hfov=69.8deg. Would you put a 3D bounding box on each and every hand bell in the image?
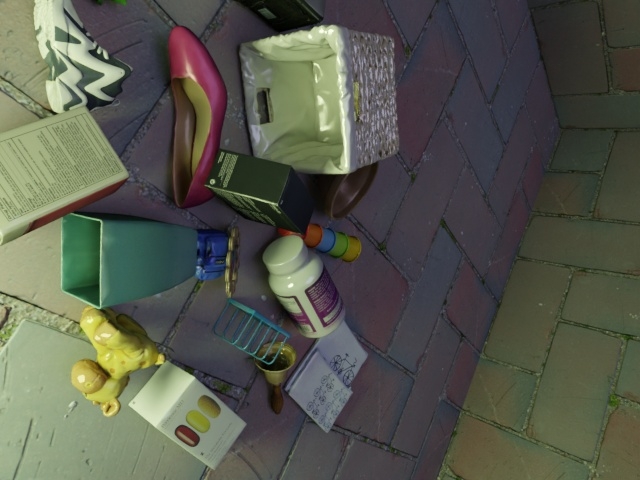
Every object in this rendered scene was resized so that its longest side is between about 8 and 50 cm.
[{"bbox_3d":[-0.136,0.441,1.398,0.126,0.126,0.242,-27,131,-42],"label":"hand bell"}]

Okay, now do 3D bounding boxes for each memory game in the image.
[{"bbox_3d":[-0.221,0.054,1.170,0.186,0.012,0.186,-175,-90,-87],"label":"memory game"}]

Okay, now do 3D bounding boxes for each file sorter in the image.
[{"bbox_3d":[-0.190,0.254,1.264,0.170,0.118,0.104,45,70,-44],"label":"file sorter"}]

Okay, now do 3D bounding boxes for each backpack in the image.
[{"bbox_3d":[-0.278,0.038,1.130,0.098,0.101,0.120,0,102,-41],"label":"backpack"}]

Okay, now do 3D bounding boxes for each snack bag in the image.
[{"bbox_3d":[0.043,0.465,1.631,0.342,0.037,0.323,-53,132,-26],"label":"snack bag"}]

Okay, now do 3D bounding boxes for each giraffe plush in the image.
[{"bbox_3d":[-0.440,0.255,0.957,0.210,0.181,0.170,42,79,-26],"label":"giraffe plush"}]

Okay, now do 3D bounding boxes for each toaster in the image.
[{"bbox_3d":[-0.099,-0.614,1.132,0.186,0.168,0.110,17,83,-50],"label":"toaster"}]

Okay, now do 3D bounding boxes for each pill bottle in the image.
[{"bbox_3d":[-0.050,0.134,1.351,0.169,0.169,0.301,-49,131,-29],"label":"pill bottle"}]

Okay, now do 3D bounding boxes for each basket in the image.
[{"bbox_3d":[0.008,-0.357,1.186,0.266,0.331,0.328,-25,117,-44],"label":"basket"}]

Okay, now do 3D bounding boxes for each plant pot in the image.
[{"bbox_3d":[-0.385,0.026,0.964,0.234,0.166,0.165,-5,103,-51],"label":"plant pot"},{"bbox_3d":[0.068,-0.189,1.423,0.237,0.110,0.237,-45,158,-24],"label":"plant pot"}]

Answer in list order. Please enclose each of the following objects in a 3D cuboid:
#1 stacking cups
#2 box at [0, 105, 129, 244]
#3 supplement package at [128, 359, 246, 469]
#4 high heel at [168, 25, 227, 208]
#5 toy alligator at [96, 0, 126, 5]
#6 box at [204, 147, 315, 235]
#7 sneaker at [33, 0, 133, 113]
[{"bbox_3d":[0.000,0.000,1.434,0.316,0.096,0.096,16,86,-48],"label":"stacking cups"},{"bbox_3d":[-0.490,-0.114,0.809,0.232,0.127,0.148,-37,102,-36],"label":"box"},{"bbox_3d":[-0.324,0.433,1.141,0.139,0.134,0.244,-53,133,-26],"label":"supplement package"},{"bbox_3d":[-0.293,-0.260,1.016,0.181,0.127,0.377,-48,134,-44],"label":"high heel"},{"bbox_3d":[-0.453,-0.501,0.852,0.051,0.056,0.190,-37,138,15],"label":"toy alligator"},{"bbox_3d":[-0.134,-0.110,1.121,0.261,0.184,0.103,52,58,-72],"label":"box"},{"bbox_3d":[-0.435,-0.360,0.869,0.153,0.094,0.235,-18,112,-46],"label":"sneaker"}]
